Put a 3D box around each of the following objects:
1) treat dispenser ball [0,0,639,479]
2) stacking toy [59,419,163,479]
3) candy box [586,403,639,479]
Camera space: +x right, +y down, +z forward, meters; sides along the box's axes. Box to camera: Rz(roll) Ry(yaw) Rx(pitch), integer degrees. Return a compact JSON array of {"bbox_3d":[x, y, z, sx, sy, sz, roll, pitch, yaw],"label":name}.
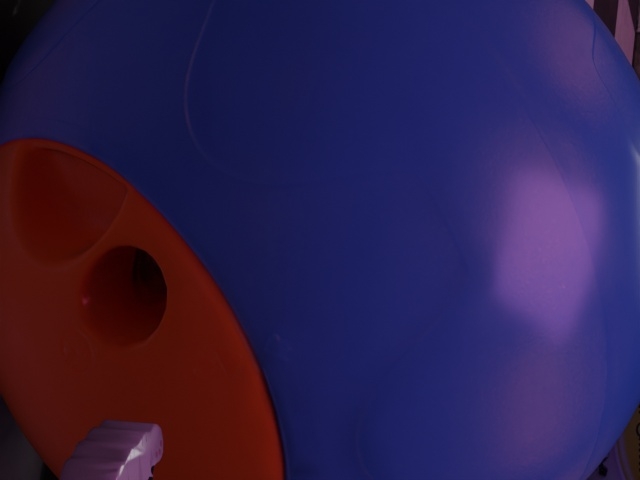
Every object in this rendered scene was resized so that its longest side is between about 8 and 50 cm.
[{"bbox_3d":[0.000,0.000,0.682,0.288,0.288,0.288,4,90,-73],"label":"treat dispenser ball"},{"bbox_3d":[-0.151,0.099,0.411,0.221,0.167,0.052,-47,138,-65],"label":"stacking toy"},{"bbox_3d":[0.077,0.140,0.774,0.071,0.233,0.159,52,28,-25],"label":"candy box"}]
